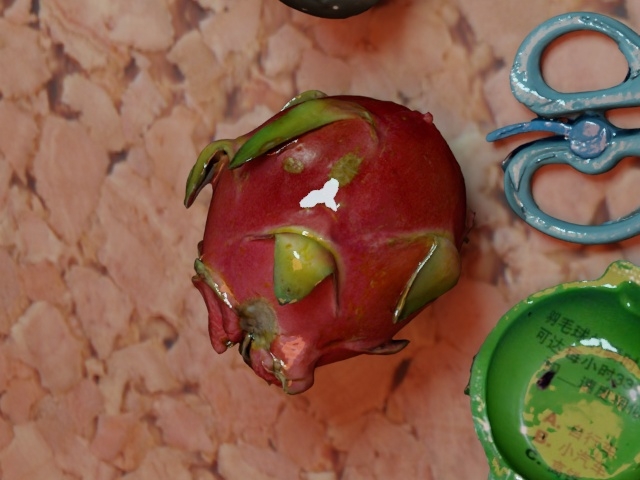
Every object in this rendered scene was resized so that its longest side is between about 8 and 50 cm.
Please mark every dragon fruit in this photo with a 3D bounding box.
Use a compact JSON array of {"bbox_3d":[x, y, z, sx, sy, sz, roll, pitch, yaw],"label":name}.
[{"bbox_3d":[0.002,-0.005,1.023,0.224,0.227,0.224,44,156,25],"label":"dragon fruit"}]

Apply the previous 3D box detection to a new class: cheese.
[{"bbox_3d":[0.197,0.168,1.043,0.204,0.083,0.320,28,110,16],"label":"cheese"}]

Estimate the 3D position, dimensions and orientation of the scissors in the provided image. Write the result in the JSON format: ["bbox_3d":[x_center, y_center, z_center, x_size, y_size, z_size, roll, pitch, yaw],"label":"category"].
[{"bbox_3d":[0.307,-0.091,0.961,0.393,0.032,0.180,-3,100,27],"label":"scissors"}]

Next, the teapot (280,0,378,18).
[{"bbox_3d":[0.044,-0.291,0.980,0.251,0.183,0.183,-35,85,15],"label":"teapot"}]
